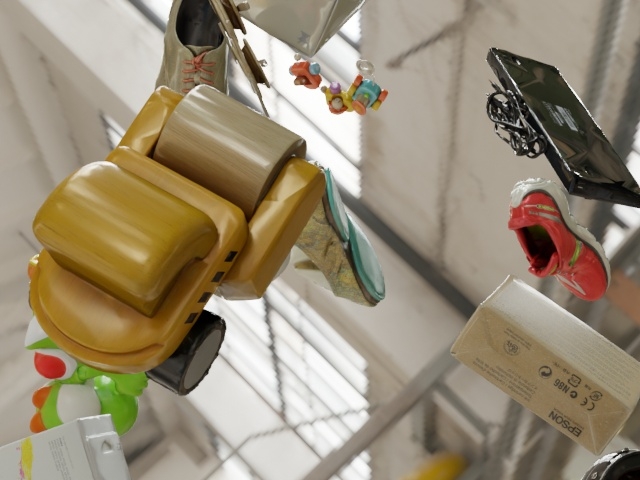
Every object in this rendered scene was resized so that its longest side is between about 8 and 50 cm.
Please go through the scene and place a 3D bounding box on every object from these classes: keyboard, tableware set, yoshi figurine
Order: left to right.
[{"bbox_3d":[-0.387,0.197,2.284,0.203,0.203,0.362,-118,29,-73],"label":"yoshi figurine"},{"bbox_3d":[-0.098,-0.261,1.750,0.039,0.128,0.194,-27,-37,-3],"label":"tableware set"},{"bbox_3d":[0.163,-0.080,1.005,0.100,0.192,0.038,15,-60,-24],"label":"keyboard"}]

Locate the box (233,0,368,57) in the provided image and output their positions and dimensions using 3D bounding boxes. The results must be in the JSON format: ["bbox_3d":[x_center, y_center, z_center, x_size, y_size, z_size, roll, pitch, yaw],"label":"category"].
[{"bbox_3d":[0.010,-0.392,1.893,0.311,0.148,0.121,-54,-6,-51],"label":"box"}]

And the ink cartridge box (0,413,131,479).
[{"bbox_3d":[-0.348,0.312,1.756,0.176,0.127,0.128,-21,-8,10],"label":"ink cartridge box"}]

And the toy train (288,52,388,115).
[{"bbox_3d":[0.024,-0.241,2.155,0.125,0.166,0.046,50,-122,-39],"label":"toy train"}]

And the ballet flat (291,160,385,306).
[{"bbox_3d":[0.000,0.000,1.891,0.123,0.123,0.348,-44,-29,-7],"label":"ballet flat"}]

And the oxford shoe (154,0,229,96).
[{"bbox_3d":[-0.194,-0.237,2.033,0.123,0.348,0.130,0,-8,-6],"label":"oxford shoe"}]

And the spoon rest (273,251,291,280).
[{"bbox_3d":[-0.165,-0.023,2.173,0.137,0.276,0.084,-42,-22,-20],"label":"spoon rest"}]

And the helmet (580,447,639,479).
[{"bbox_3d":[0.407,0.361,1.773,0.169,0.161,0.169,-15,-50,-18],"label":"helmet"}]

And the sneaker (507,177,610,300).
[{"bbox_3d":[0.379,0.022,2.226,0.279,0.107,0.118,47,-131,-33],"label":"sneaker"}]

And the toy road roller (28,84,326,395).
[{"bbox_3d":[-0.155,-0.020,1.367,0.329,0.202,0.240,-58,-13,-14],"label":"toy road roller"}]

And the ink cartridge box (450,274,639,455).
[{"bbox_3d":[0.307,0.160,1.798,0.088,0.234,0.193,-59,-12,18],"label":"ink cartridge box"}]
